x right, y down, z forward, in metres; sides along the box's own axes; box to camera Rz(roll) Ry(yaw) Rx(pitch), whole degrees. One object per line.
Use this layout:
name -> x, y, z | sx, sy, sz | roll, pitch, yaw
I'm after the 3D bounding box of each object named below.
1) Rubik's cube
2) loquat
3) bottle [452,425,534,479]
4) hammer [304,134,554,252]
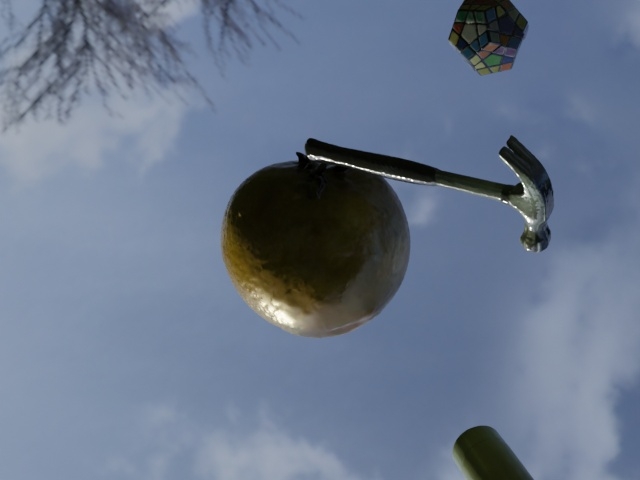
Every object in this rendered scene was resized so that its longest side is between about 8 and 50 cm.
Rubik's cube -> 0.220, -0.272, 1.487 | 0.093, 0.111, 0.111 | -44, -140, 7
loquat -> -0.004, -0.001, 1.244 | 0.213, 0.213, 0.213 | -22, -135, 24
bottle -> 0.232, 0.310, 1.390 | 0.072, 0.072, 0.201 | -40, -149, 4
hammer -> 0.090, -0.064, 1.016 | 0.246, 0.103, 0.029 | 17, -133, 27
